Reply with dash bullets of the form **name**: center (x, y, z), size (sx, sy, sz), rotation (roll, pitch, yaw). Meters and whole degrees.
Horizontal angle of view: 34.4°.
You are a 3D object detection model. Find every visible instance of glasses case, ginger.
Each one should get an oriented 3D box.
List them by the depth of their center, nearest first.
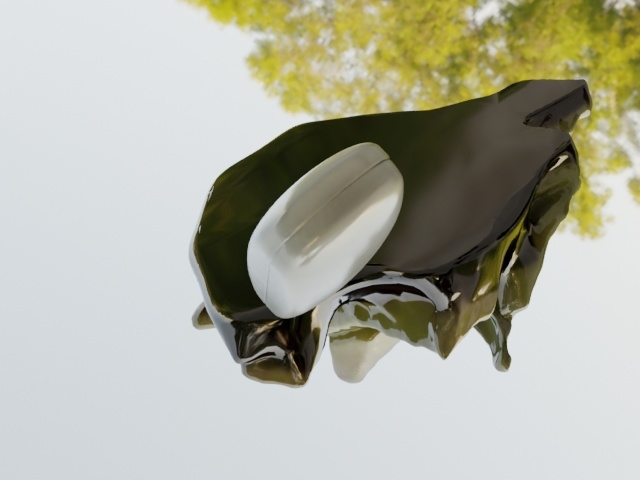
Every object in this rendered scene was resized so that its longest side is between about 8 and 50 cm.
- **glasses case**: center (0.000, 0.000, 0.540), size (0.049, 0.076, 0.197), rotation (49, 171, 6)
- **ginger**: center (0.079, 0.021, 0.906), size (0.413, 0.358, 0.211), rotation (-72, -35, -58)
